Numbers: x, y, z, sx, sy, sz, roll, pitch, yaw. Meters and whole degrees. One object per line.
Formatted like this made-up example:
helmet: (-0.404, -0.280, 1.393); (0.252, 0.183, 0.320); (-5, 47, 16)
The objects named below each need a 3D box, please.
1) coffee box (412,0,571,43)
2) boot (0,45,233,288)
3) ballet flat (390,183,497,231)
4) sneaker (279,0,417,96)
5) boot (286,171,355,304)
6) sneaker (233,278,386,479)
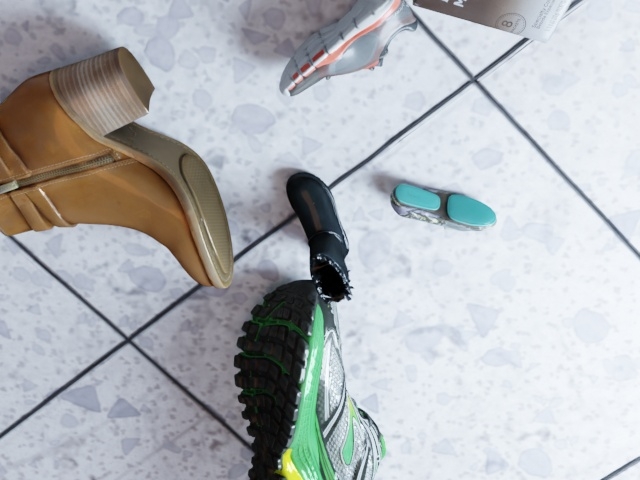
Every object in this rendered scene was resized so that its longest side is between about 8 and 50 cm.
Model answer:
coffee box: (0.188, -0.309, 1.445); (0.141, 0.098, 0.246); (15, 135, -13)
boot: (-0.233, -0.040, 1.673); (0.220, 0.109, 0.283); (-24, 116, 16)
ballet flat: (0.126, -0.031, 1.703); (0.114, 0.041, 0.041); (15, 122, -5)
sneaker: (0.029, -0.180, 1.599); (0.158, 0.061, 0.065); (-35, 120, 23)
boot: (-0.001, 0.000, 1.689); (0.045, 0.099, 0.121); (-19, 119, 14)
sneaker: (-0.006, 0.196, 1.821); (0.146, 0.134, 0.343); (-16, 120, -29)
